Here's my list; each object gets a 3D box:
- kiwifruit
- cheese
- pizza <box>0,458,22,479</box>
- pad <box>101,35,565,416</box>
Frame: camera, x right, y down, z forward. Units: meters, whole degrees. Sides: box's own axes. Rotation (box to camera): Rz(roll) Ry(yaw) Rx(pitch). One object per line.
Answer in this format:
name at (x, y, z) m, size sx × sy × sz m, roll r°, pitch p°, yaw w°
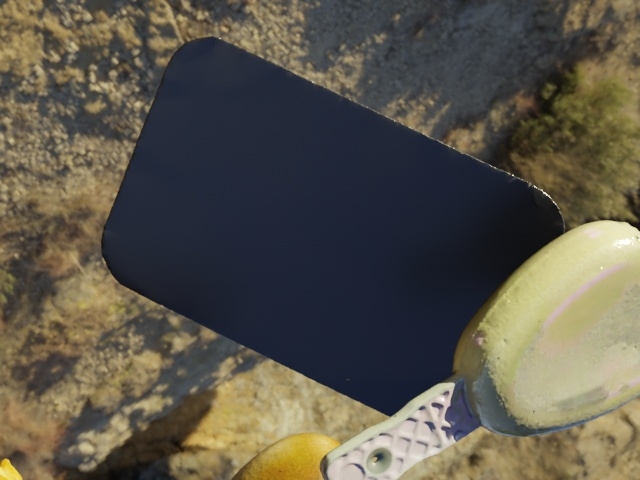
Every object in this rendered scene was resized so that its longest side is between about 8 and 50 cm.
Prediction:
kiwifruit at (-0.036, 0.350, 1.038) m, size 0.234 × 0.196 × 0.196 m, roll -38°, pitch 153°, yaw 2°
cheese at (0.085, 0.068, 0.416) m, size 0.192 × 0.037 × 0.097 m, roll -29°, pitch 110°, yaw -14°
pizza at (-0.340, 0.188, 0.594) m, size 0.130 × 0.440 × 0.406 m, roll -50°, pitch 141°, yaw -4°
pad at (0.000, 0.000, 0.546) m, size 0.181 × 0.267 × 0.004 m, roll -65°, pitch 177°, yaw 17°
